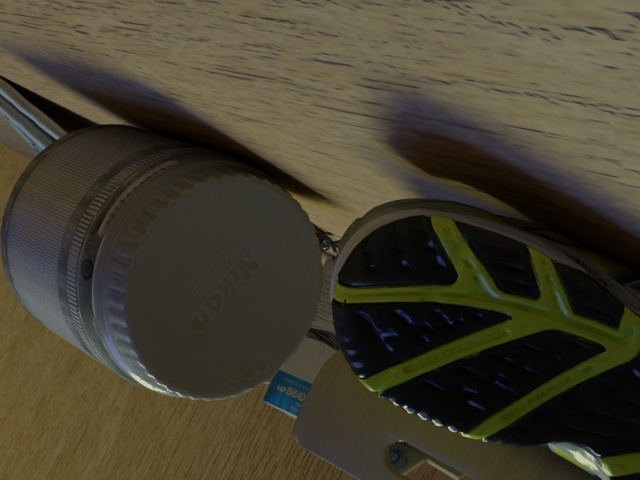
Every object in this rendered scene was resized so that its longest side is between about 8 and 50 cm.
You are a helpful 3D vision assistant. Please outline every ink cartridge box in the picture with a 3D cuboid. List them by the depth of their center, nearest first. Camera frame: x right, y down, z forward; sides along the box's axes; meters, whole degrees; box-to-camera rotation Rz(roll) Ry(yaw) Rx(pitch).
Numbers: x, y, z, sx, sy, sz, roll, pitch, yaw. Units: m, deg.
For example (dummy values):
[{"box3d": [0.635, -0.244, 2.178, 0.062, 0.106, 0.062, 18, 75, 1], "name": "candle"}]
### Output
[{"box3d": [0.033, 0.144, 1.582, 0.085, 0.203, 0.148, 20, 172, 36], "name": "ink cartridge box"}]

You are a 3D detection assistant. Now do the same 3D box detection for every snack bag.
[{"box3d": [-0.263, -0.050, 1.553, 0.342, 0.037, 0.323, 42, 172, 7], "name": "snack bag"}]

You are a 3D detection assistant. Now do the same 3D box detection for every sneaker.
[{"box3d": [0.183, 0.073, 0.722, 0.384, 0.145, 0.147, 30, -165, -12], "name": "sneaker"}]

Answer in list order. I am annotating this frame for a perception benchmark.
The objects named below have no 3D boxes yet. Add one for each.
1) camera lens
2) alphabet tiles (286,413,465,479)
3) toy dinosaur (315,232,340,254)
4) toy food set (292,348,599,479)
[{"box3d": [-0.154, 0.014, 1.143, 0.219, 0.219, 0.274, 31, 173, -36], "name": "camera lens"}, {"box3d": [0.130, 0.216, 1.700, 0.342, 0.285, 0.011, 24, 131, 47], "name": "alphabet tiles"}, {"box3d": [0.000, 0.000, 1.356, 0.090, 0.047, 0.082, 63, 172, -17], "name": "toy dinosaur"}, {"box3d": [0.159, 0.133, 0.902, 0.219, 0.092, 0.306, 24, -156, 33], "name": "toy food set"}]
